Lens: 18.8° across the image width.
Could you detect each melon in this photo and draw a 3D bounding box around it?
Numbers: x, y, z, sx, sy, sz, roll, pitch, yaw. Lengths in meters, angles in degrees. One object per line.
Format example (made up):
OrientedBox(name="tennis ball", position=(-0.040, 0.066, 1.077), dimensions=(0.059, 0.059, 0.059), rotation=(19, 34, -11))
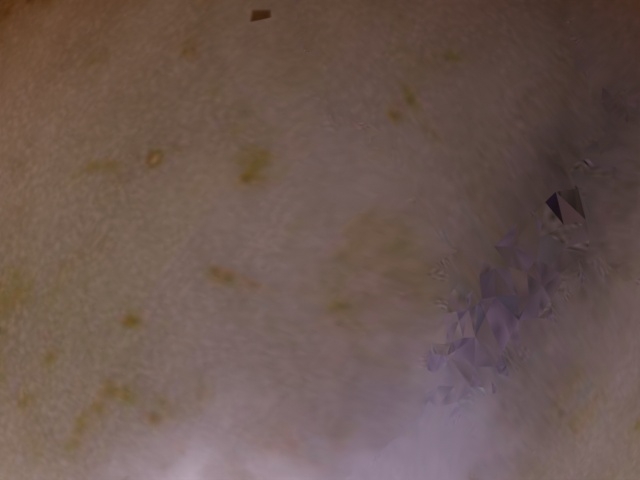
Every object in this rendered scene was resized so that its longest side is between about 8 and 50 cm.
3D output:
OrientedBox(name="melon", position=(-0.009, 0.013, 0.565), dimensions=(0.308, 0.272, 0.272), rotation=(-46, 147, -21))
